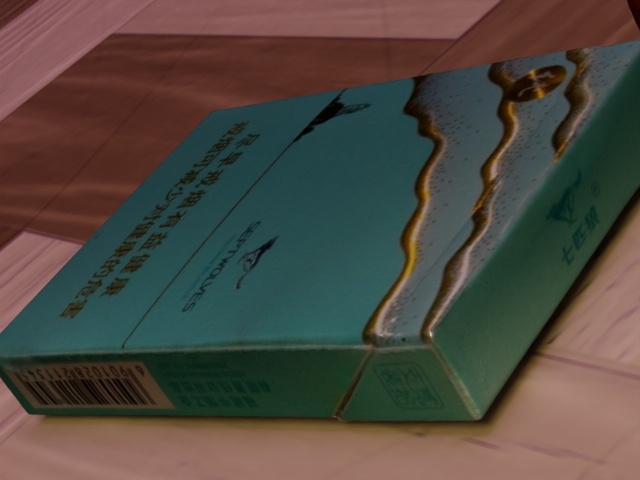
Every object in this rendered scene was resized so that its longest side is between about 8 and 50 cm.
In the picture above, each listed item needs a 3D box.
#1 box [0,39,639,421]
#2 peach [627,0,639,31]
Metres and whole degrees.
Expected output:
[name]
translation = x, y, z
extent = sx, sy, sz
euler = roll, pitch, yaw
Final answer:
[box]
translation = 0.001, 0.000, 0.651
extent = 0.229, 0.041, 0.162
euler = -5, 35, 44
[peach]
translation = 0.202, -0.129, 0.479
extent = 0.258, 0.201, 0.362
euler = -34, 25, -5
